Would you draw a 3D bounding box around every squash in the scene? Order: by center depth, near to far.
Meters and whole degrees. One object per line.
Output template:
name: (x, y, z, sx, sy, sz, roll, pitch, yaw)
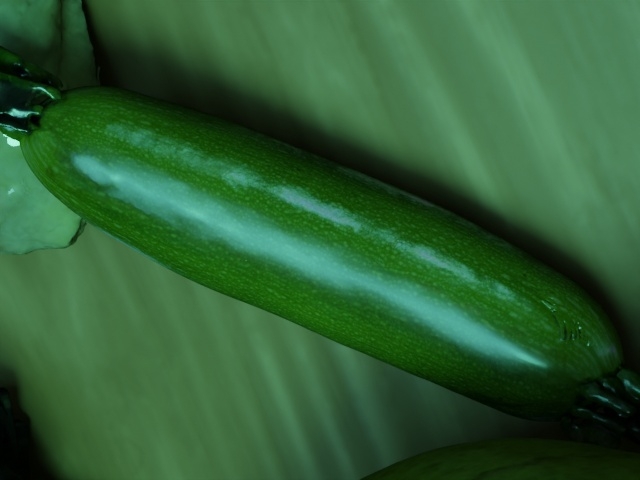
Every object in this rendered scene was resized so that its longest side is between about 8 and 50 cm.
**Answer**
squash: (-0.001, 0.001, 0.619, 0.318, 0.071, 0.080, 26, 158, 7)

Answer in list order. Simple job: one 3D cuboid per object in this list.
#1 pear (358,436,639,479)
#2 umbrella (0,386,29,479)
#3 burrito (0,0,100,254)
pear: (0.081, 0.193, 0.531, 0.253, 0.253, 0.307, 60, 147, 0)
umbrella: (-0.126, 0.160, 0.722, 0.336, 0.128, 0.154, 20, 134, 14)
burrito: (-0.185, -0.148, 0.670, 0.175, 0.107, 0.348, 1, 108, 13)
